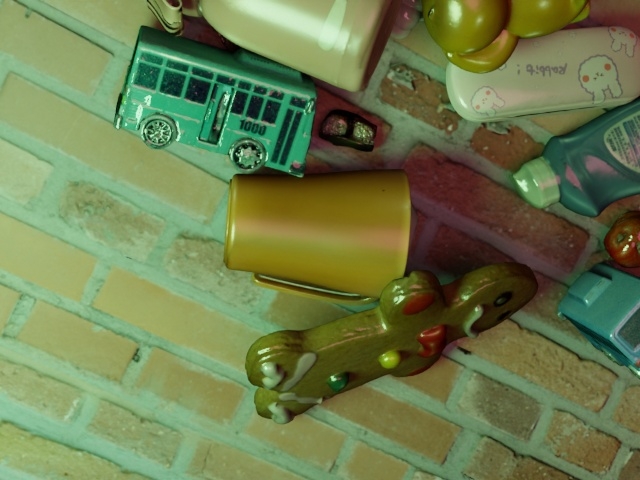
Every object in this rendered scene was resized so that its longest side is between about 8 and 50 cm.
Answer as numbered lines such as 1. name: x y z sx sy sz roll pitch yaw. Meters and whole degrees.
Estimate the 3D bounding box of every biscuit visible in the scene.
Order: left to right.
1. biscuit: 0.108 0.140 1.374 0.432 0.283 0.064 -19 61 -6

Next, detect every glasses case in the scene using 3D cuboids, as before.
1. glasses case: 0.323 -0.237 1.410 0.296 0.075 0.113 -8 84 -9

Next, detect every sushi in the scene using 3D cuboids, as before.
1. sushi: 0.040 -0.157 1.402 0.083 0.044 0.046 16 77 -17

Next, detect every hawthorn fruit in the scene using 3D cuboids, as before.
1. hawthorn fruit: 0.472 0.002 1.504 0.093 0.093 0.093 -3 103 -11

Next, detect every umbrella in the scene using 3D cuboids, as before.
1. umbrella: -0.118 -0.263 1.350 0.031 0.020 0.083 -19 111 -6

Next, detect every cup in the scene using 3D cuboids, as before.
1. cup: 0.000 0.000 1.373 0.263 0.182 0.226 5 133 -6

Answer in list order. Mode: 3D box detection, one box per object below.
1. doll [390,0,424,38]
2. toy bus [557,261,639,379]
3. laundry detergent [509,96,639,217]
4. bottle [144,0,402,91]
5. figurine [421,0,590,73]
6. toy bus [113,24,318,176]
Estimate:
1. doll: 0.075 -0.340 1.349 0.162 0.062 0.106 23 102 -17
2. toy bus: 0.445 0.113 1.445 0.133 0.234 0.116 42 91 -9
3. laundry detergent: 0.421 -0.118 1.460 0.289 0.094 0.143 -21 100 -3
4. bottle: -0.059 -0.305 1.237 0.296 0.173 0.206 23 57 4
5. figurine: 0.243 -0.331 1.299 0.228 0.215 0.215 -8 105 5
6. toy bus: -0.130 -0.182 1.300 0.256 0.128 0.147 14 111 -15
